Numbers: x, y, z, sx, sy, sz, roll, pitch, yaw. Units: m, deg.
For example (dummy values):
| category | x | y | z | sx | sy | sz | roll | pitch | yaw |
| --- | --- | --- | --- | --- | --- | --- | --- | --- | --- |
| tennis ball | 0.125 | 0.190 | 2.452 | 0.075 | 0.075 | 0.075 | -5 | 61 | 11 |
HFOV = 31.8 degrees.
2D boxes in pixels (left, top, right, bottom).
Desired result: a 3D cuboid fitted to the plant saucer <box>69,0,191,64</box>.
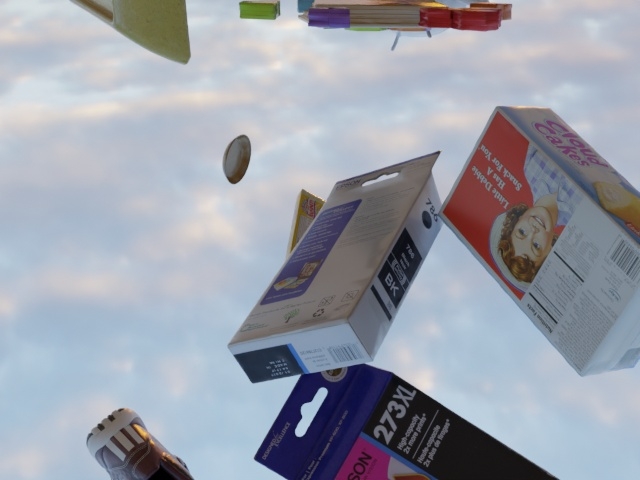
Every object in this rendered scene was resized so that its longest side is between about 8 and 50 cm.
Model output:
| category | x | y | z | sx | sy | sz | roll | pitch | yaw |
| --- | --- | --- | --- | --- | --- | --- | --- | --- | --- |
| plant saucer | -0.276 | -0.413 | 1.445 | 0.081 | 0.333 | 0.333 | -14 | -154 | -24 |

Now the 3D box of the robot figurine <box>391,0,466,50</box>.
| category | x | y | z | sx | sy | sz | roll | pitch | yaw |
| --- | --- | --- | --- | --- | --- | --- | --- | --- | --- |
| robot figurine | 0.196 | -0.548 | 2.185 | 0.199 | 0.354 | 0.300 | 10 | 171 | -18 |

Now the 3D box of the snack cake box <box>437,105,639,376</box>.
| category | x | y | z | sx | sy | sz | roll | pitch | yaw |
| --- | --- | --- | --- | --- | --- | --- | --- | --- | --- |
| snack cake box | 0.253 | -0.005 | 1.172 | 0.089 | 0.152 | 0.264 | -3 | -138 | -36 |

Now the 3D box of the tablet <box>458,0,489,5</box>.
| category | x | y | z | sx | sy | sz | roll | pitch | yaw |
| --- | --- | --- | --- | --- | --- | --- | --- | --- | --- |
| tablet | 0.178 | -0.304 | 1.360 | 0.006 | 0.054 | 0.083 | -32 | 158 | 33 |

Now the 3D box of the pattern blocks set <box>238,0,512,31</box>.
| category | x | y | z | sx | sy | sz | roll | pitch | yaw |
| --- | --- | --- | --- | --- | --- | --- | --- | --- | --- |
| pattern blocks set | 0.057 | -0.237 | 1.180 | 0.285 | 0.026 | 0.325 | 3 | -165 | 7 |

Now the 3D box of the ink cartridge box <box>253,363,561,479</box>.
| category | x | y | z | sx | sy | sz | roll | pitch | yaw |
| --- | --- | --- | --- | --- | --- | --- | --- | --- | --- |
| ink cartridge box | 0.119 | 0.288 | 1.377 | 0.371 | 0.176 | 0.069 | 33 | 165 | -7 |

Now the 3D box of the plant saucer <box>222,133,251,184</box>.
| category | x | y | z | sx | sy | sz | roll | pitch | yaw |
| --- | --- | --- | --- | --- | --- | --- | --- | --- | --- |
| plant saucer | -0.139 | -0.133 | 1.822 | 0.015 | 0.083 | 0.083 | 16 | -149 | 21 |

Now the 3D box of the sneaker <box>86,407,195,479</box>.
| category | x | y | z | sx | sy | sz | roll | pitch | yaw |
| --- | --- | --- | --- | --- | --- | --- | --- | --- | --- |
| sneaker | -0.212 | 0.355 | 1.542 | 0.106 | 0.281 | 0.162 | -44 | -126 | -13 |

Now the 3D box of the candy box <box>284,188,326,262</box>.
| category | x | y | z | sx | sy | sz | roll | pitch | yaw |
| --- | --- | --- | --- | --- | --- | --- | --- | --- | --- |
| candy box | 0.000 | 0.000 | 1.842 | 0.105 | 0.027 | 0.206 | 26 | -146 | -12 |

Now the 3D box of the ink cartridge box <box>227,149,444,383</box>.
| category | x | y | z | sx | sy | sz | roll | pitch | yaw |
| --- | --- | --- | --- | --- | --- | --- | --- | --- | --- |
| ink cartridge box | 0.036 | 0.024 | 1.276 | 0.165 | 0.065 | 0.333 | -15 | -152 | 35 |
